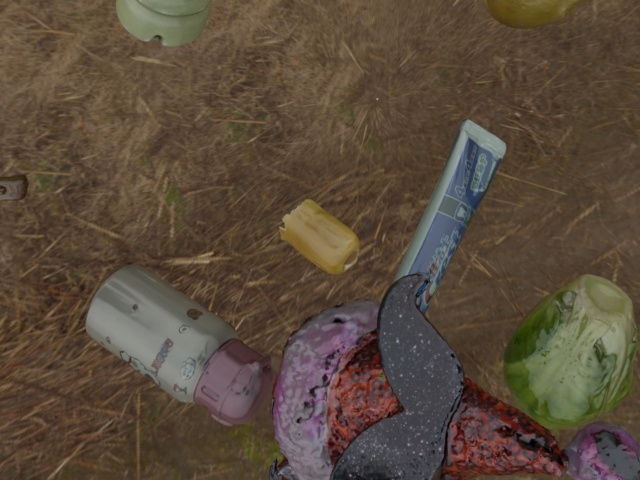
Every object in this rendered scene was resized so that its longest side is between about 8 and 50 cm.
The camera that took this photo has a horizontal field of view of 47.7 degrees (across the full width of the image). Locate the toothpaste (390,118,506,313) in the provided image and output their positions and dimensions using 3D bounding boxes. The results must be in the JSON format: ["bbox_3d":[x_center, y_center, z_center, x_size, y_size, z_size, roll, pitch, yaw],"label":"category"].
[{"bbox_3d":[0.102,-0.006,0.623,0.057,0.035,0.197,24,92,-30],"label":"toothpaste"}]

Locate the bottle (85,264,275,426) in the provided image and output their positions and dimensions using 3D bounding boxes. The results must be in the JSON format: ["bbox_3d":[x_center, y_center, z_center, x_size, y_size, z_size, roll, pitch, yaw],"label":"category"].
[{"bbox_3d":[-0.161,0.130,0.864,0.233,0.110,0.110,31,102,16],"label":"bottle"}]

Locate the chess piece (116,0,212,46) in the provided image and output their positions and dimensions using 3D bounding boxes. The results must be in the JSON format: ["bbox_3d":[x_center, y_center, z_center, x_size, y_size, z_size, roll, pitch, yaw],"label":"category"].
[{"bbox_3d":[-0.233,-0.536,1.261,0.234,0.442,0.234,9,63,-19],"label":"chess piece"}]

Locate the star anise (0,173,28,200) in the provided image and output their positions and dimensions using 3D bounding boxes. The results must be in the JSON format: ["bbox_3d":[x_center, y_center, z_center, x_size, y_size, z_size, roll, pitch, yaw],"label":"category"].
[{"bbox_3d":[-0.468,-0.115,0.665,0.292,0.109,0.349,-31,112,24],"label":"star anise"}]

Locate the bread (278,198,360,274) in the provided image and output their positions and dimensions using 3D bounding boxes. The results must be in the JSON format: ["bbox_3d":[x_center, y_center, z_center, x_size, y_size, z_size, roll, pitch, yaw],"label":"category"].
[{"bbox_3d":[-0.001,0.001,1.560,0.173,0.134,0.085,36,60,12],"label":"bread"}]

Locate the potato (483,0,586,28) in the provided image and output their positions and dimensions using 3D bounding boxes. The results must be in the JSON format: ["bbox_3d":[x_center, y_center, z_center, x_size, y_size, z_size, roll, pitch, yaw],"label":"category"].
[{"bbox_3d":[0.285,-0.351,0.942,0.178,0.203,0.158,27,123,-15],"label":"potato"}]

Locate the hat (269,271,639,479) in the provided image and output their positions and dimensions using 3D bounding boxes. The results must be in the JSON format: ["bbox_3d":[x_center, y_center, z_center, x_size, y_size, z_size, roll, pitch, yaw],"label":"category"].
[{"bbox_3d":[0.064,0.109,0.402,0.129,0.227,0.140,49,63,-30],"label":"hat"}]

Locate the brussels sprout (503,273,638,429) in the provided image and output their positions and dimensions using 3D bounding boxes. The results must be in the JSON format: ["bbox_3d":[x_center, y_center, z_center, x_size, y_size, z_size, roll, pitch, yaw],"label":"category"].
[{"bbox_3d":[0.439,0.189,1.250,0.210,0.219,0.271,47,136,34],"label":"brussels sprout"}]
